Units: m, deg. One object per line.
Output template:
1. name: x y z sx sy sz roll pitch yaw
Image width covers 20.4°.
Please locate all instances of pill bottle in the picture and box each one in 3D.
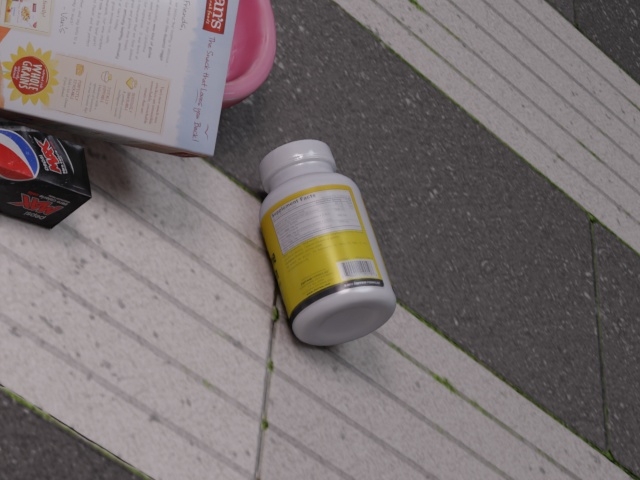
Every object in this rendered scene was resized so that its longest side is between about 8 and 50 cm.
1. pill bottle: 0.000 0.000 1.705 0.103 0.103 0.184 13 50 -47

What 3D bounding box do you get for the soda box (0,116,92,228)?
1. soda box: -0.270 -0.064 1.451 0.169 0.060 0.053 19 47 -43

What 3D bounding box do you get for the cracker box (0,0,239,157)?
1. cracker box: -0.193 -0.168 1.529 0.232 0.067 0.156 12 85 -29

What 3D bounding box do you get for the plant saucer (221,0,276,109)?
1. plant saucer: -0.188 -0.257 1.718 0.332 0.084 0.332 33 39 -31
